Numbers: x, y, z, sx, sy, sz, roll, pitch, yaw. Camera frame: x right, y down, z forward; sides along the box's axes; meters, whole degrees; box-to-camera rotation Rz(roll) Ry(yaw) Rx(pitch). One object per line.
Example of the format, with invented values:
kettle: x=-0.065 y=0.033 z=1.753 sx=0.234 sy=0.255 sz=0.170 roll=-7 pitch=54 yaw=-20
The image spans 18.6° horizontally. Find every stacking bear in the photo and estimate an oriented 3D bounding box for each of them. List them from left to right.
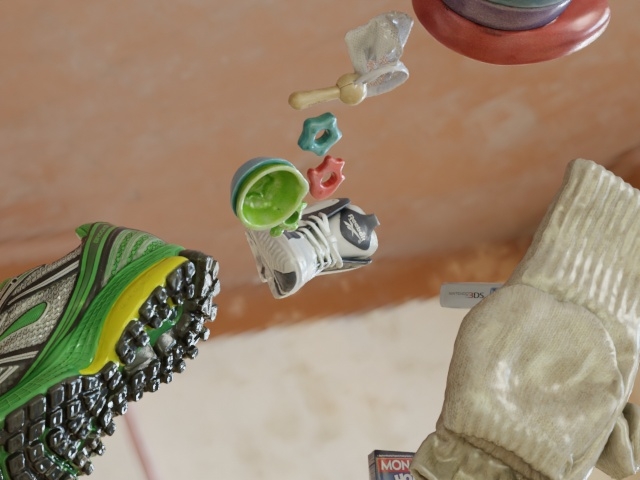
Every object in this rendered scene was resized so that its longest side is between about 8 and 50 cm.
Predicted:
stacking bear: x=0.180 y=-0.302 z=1.645 sx=0.164 sy=0.175 sz=0.289 roll=-39 pitch=156 yaw=-36

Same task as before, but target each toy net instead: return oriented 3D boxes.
toy net: x=0.017 y=-0.097 z=1.726 sx=0.232 sy=0.045 sz=0.122 roll=-48 pitch=137 yaw=6

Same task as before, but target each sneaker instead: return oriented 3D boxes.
sneaker: x=-0.234 y=0.115 z=1.598 sx=0.343 sy=0.146 sz=0.134 roll=-45 pitch=145 yaw=-36
sneaker: x=0.000 y=0.000 z=2.273 sx=0.153 sy=0.094 sz=0.235 roll=-20 pitch=179 yaw=-5

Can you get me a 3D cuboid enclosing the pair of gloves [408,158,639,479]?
pair of gloves: x=0.172 y=0.097 z=0.976 sx=0.204 sy=0.240 sz=0.042 roll=-55 pitch=-169 yaw=-21

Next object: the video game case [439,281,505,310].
video game case: x=0.365 y=0.082 z=2.420 sx=0.300 sy=0.036 sz=0.329 roll=0 pitch=174 yaw=44

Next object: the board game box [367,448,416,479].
board game box: x=0.137 y=0.285 z=2.110 sx=0.194 sy=0.194 sz=0.060 roll=7 pitch=155 yaw=-22
